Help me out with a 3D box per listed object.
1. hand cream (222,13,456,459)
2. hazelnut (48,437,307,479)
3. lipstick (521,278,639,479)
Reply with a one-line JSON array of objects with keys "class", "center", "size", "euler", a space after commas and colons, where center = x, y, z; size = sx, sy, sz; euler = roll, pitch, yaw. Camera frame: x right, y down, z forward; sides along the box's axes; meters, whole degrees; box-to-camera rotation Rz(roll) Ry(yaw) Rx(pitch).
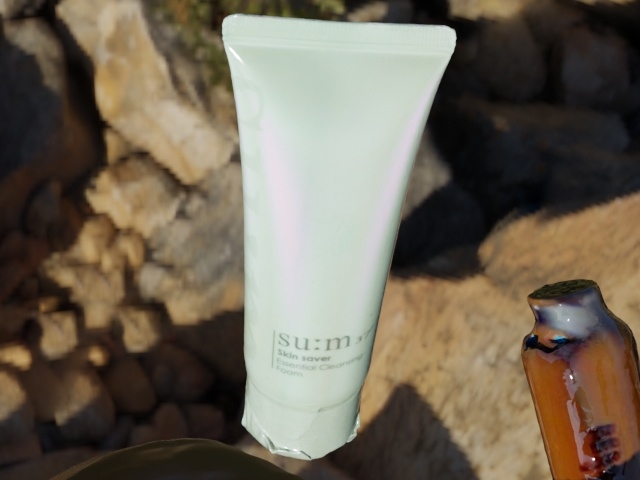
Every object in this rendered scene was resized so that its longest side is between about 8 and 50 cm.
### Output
[{"class": "hand cream", "center": [0.000, 0.000, 0.647], "size": [0.078, 0.205, 0.050], "euler": [4, 44, -1]}, {"class": "hazelnut", "center": [-0.063, 0.337, 1.141], "size": [0.429, 0.402, 0.402], "euler": [21, 61, 28]}, {"class": "lipstick", "center": [0.193, 0.226, 1.063], "size": [0.077, 0.077, 0.418], "euler": [-18, 101, -14]}]
